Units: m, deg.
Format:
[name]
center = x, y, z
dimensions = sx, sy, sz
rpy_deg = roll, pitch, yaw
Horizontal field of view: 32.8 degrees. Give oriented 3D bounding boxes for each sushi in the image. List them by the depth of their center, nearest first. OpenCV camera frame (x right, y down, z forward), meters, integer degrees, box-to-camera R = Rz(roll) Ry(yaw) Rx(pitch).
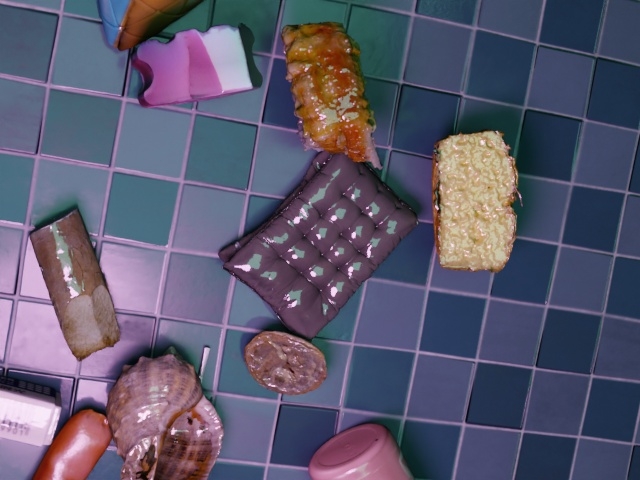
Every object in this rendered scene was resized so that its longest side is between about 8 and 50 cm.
[sushi]
center = 0.016, -0.249, 1.883
dimensions = 0.139, 0.184, 0.274
rpy_deg = -11, 79, 1

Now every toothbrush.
[toothbrush]
center = -0.231, 0.289, 1.994
dimensions = 0.017, 0.014, 0.194
rpy_deg = 15, 93, -12

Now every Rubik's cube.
[Rubik's cube]
center = -0.306, -0.474, 1.789
dimensions = 0.254, 0.254, 0.254
rpy_deg = -2, 97, -13

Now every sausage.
[sausage]
center = -0.468, 0.433, 1.921
dimensions = 0.089, 0.083, 0.300
rpy_deg = 31, 86, -7

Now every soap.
[soap]
center = -0.200, -0.283, 1.779
dimensions = 0.193, 0.324, 0.109
rpy_deg = -11, 97, -13

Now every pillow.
[pillow]
center = 0.000, 0.000, 1.977
dimensions = 0.326, 0.101, 0.228
rpy_deg = -46, 107, -3

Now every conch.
[conch]
center = -0.292, 0.327, 1.907
dimensions = 0.210, 0.159, 0.291
rpy_deg = 50, 49, -41

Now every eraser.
[eraser]
center = -0.587, 0.271, 1.851
dimensions = 0.279, 0.124, 0.081
rpy_deg = 17, 91, -15

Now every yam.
[yam]
center = -0.423, 0.081, 1.884
dimensions = 0.106, 0.106, 0.259
rpy_deg = -20, 99, -10

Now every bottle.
[bottle]
center = 0.125, 0.496, 2.029
dimensions = 0.206, 0.173, 0.297
rpy_deg = -38, 105, -41

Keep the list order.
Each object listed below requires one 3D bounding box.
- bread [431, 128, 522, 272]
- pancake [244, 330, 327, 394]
[bread]
center = 0.279, -0.072, 2.013
dimensions = 0.160, 0.147, 0.260
rpy_deg = -6, 94, -4
[pancake]
center = -0.062, 0.223, 1.986
dimensions = 0.158, 0.028, 0.158
rpy_deg = 6, 127, 9
